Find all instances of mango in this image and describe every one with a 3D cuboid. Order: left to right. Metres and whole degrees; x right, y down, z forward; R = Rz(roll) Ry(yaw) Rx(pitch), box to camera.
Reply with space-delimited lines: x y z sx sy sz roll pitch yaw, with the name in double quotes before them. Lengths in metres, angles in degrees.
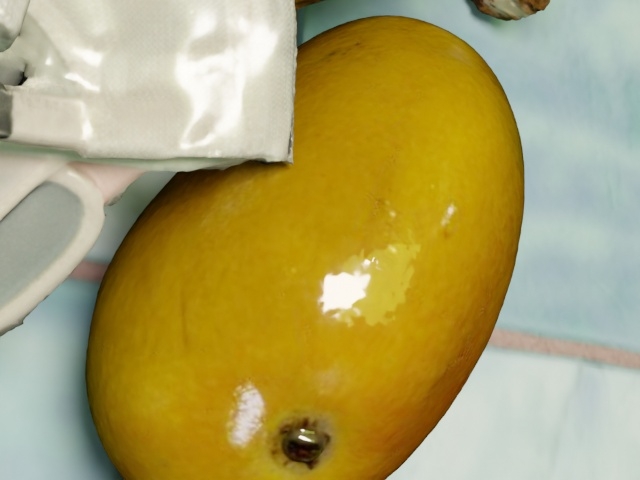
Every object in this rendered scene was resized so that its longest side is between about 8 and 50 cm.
"mango" 0.003 0.002 0.603 0.139 0.175 0.254 45 57 -29

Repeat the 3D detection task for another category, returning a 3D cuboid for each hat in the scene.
"hat" -0.125 -0.056 0.448 0.219 0.226 0.164 33 47 -74

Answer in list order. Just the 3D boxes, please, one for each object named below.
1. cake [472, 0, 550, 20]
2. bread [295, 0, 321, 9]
"cake" 0.088 -0.251 0.771 0.135 0.112 0.246 21 70 -25
"bread" -0.049 -0.267 0.618 0.398 0.215 0.398 8 76 -34
